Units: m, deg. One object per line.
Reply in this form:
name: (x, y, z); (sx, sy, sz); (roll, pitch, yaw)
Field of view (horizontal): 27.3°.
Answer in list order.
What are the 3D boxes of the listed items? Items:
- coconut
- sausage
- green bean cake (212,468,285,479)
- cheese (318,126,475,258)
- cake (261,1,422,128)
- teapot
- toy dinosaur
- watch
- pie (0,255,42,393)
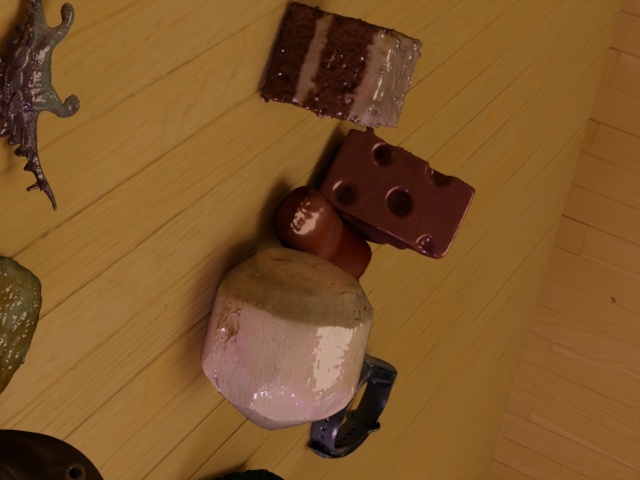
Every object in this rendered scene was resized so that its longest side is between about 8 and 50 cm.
coconut: (-0.044, 0.137, 1.683); (0.224, 0.224, 0.234); (-8, 120, -67)
sausage: (0.000, 0.000, 1.832); (0.089, 0.083, 0.300); (-52, 156, -3)
green bean cake: (-0.060, 0.475, 1.874); (0.300, 0.308, 0.169); (4, 110, -67)
cheese: (0.093, -0.065, 1.906); (0.128, 0.203, 0.177); (-66, -171, -7)
cake: (0.029, -0.204, 1.581); (0.135, 0.147, 0.134); (-9, 121, -69)
teapot: (-0.314, 0.270, 1.200); (0.268, 0.185, 0.175); (-31, 162, 9)
toy dinosaur: (-0.247, -0.121, 1.126); (0.082, 0.039, 0.208); (-35, 133, -50)
watch: (0.058, 0.296, 2.333); (0.193, 0.068, 0.206); (-63, 157, 0)
pie: (-0.319, 0.096, 1.187); (0.187, 0.041, 0.186); (-52, 156, -36)
